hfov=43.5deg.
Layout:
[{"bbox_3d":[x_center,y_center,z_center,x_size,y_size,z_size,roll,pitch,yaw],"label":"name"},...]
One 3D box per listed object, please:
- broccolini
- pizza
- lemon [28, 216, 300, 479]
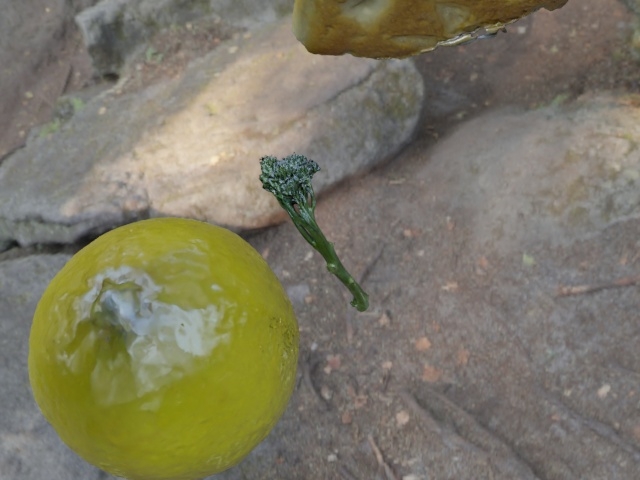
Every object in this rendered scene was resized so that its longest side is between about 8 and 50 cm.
[{"bbox_3d":[-0.001,0.003,0.749,0.054,0.194,0.052,-20,27,13],"label":"broccolini"},{"bbox_3d":[0.084,-0.170,0.452,0.246,0.127,0.058,-20,55,40],"label":"pizza"},{"bbox_3d":[-0.154,0.111,0.816,0.293,0.293,0.293,-3,44,3],"label":"lemon"}]
